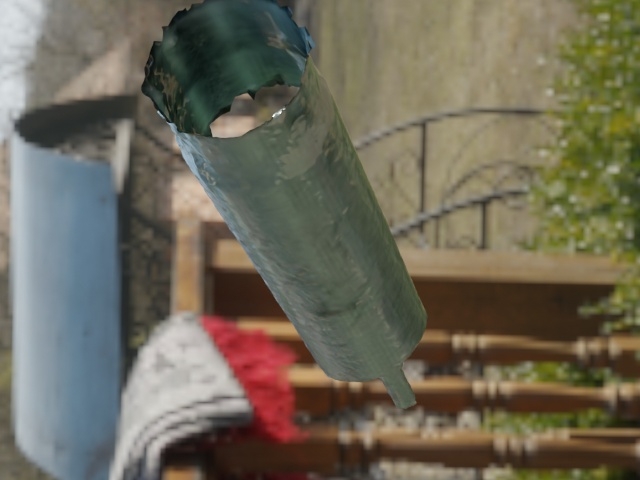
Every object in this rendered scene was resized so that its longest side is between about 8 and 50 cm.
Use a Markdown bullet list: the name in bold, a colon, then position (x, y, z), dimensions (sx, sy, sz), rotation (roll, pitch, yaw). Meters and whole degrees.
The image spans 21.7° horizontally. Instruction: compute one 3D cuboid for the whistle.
- **whistle**: position (0.000, 0.000, 0.706), dimensions (0.312, 0.062, 0.062), rotation (62, -155, -63)
